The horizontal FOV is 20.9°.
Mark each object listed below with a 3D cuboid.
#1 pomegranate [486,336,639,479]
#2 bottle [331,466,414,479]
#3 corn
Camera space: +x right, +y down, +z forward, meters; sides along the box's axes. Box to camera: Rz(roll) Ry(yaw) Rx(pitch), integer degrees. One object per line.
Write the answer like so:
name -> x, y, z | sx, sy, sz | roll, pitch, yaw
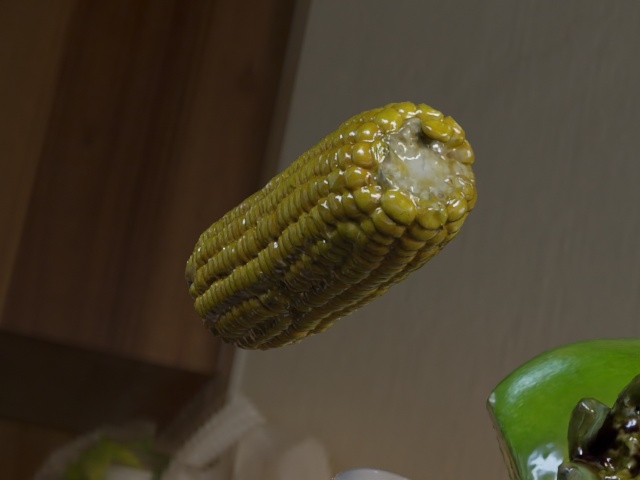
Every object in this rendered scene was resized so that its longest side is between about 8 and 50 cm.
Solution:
pomegranate -> 0.242, 0.184, 1.113 | 0.216, 0.310, 0.358 | -14, -30, -1
bottle -> 0.022, 0.225, 1.073 | 0.099, 0.152, 0.099 | 15, -41, 14
corn -> 0.000, 0.000, 0.717 | 0.068, 0.068, 0.207 | 17, -22, -21
